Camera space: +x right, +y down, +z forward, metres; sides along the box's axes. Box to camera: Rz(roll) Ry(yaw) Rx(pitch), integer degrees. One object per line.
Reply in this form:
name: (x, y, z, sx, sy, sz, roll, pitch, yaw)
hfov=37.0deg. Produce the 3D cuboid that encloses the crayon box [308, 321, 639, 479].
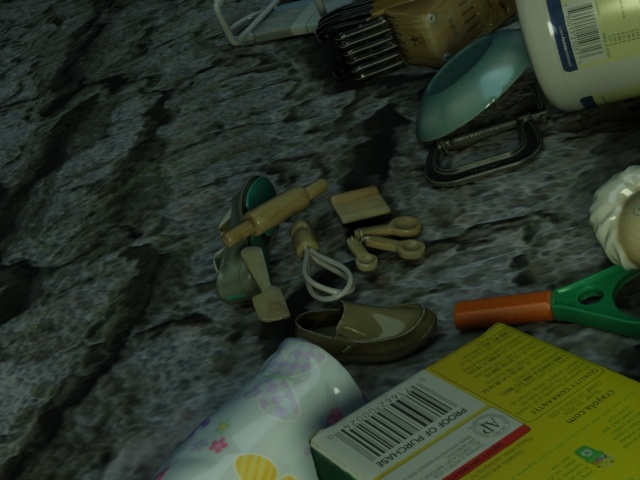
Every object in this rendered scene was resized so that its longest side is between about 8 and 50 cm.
crayon box: (0.165, 0.176, 0.625, 0.202, 0.081, 0.318, -26, 27, -27)

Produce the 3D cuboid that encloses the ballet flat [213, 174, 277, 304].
ballet flat: (-0.093, -0.005, 1.125, 0.068, 0.072, 0.213, -23, 32, 16)

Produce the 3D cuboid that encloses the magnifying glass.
magnifying glass: (0.231, 0.055, 0.848, 0.231, 0.026, 0.092, -8, 37, 25)

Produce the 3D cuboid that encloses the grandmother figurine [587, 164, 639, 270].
grandmother figurine: (0.325, 0.045, 0.698, 0.208, 0.104, 0.342, -25, 39, -12)

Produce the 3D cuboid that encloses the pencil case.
pencil case: (-0.076, 0.200, 0.782, 0.273, 0.113, 0.124, -42, 21, -23)

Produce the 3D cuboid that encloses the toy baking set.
toy baking set: (-0.004, -0.003, 1.022, 0.256, 0.030, 0.197, -29, 37, -34)

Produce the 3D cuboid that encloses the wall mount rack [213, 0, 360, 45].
wall mount rack: (-0.022, -0.463, 1.668, 0.350, 0.130, 0.304, -2, 40, 33)

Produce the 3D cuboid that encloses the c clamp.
c clamp: (0.195, -0.115, 1.121, 0.161, 0.022, 0.137, -20, 38, 9)

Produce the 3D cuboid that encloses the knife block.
knife block: (0.135, -0.338, 1.412, 0.276, 0.088, 0.242, -39, 35, -18)

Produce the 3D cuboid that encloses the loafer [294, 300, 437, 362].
loafer: (0.038, 0.085, 0.918, 0.148, 0.050, 0.056, -15, 34, 19)

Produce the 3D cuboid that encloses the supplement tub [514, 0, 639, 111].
supplement tub: (0.384, -0.282, 1.014, 0.325, 0.235, 0.235, -11, 35, 23)

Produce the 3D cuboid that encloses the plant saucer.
plant saucer: (0.180, -0.201, 1.168, 0.195, 0.037, 0.195, -41, 16, 15)
